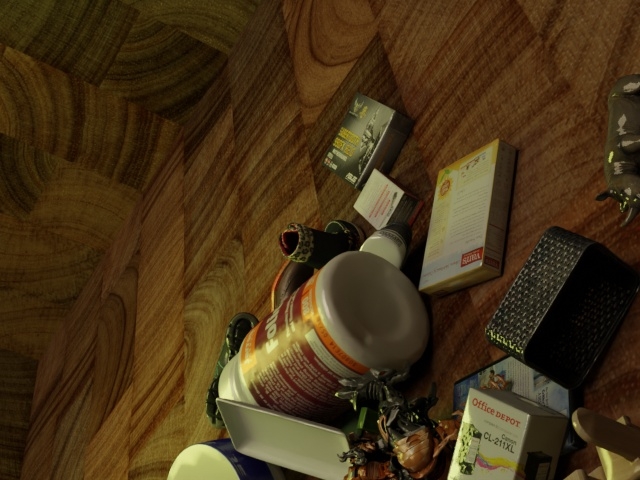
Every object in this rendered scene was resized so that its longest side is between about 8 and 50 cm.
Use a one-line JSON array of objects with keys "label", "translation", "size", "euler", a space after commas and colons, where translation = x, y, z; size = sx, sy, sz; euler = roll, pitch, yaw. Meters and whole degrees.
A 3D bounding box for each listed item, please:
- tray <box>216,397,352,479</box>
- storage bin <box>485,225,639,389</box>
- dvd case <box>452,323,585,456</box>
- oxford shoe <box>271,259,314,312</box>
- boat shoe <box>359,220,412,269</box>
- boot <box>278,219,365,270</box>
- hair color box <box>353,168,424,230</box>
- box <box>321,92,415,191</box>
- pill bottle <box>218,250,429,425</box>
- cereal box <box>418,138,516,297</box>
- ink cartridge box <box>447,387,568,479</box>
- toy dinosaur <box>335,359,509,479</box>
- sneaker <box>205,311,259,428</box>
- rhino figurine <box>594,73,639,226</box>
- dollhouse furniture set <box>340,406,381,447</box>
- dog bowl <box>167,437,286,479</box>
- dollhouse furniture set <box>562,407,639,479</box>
[{"label": "tray", "translation": [-0.051, 0.343, 1.726], "size": [0.270, 0.145, 0.030], "euler": [10, 43, 31]}, {"label": "storage bin", "translation": [0.316, 0.087, 1.301], "size": [0.180, 0.122, 0.084], "euler": [-59, 32, -1]}, {"label": "dvd case", "translation": [0.273, 0.242, 1.410], "size": [0.253, 0.022, 0.180], "euler": [-39, 35, 47]}, {"label": "oxford shoe", "translation": [-0.050, 0.153, 2.107], "size": [0.098, 0.097, 0.271], "euler": [7, 78, 45]}, {"label": "boat shoe", "translation": [0.084, 0.082, 1.864], "size": [0.102, 0.108, 0.301], "euler": [-45, -15, -52]}, {"label": "boot", "translation": [0.001, -0.001, 1.999], "size": [0.085, 0.179, 0.236], "euler": [-58, 26, 18]}, {"label": "hair color box", "translation": [0.131, -0.070, 1.949], "size": [0.093, 0.053, 0.167], "euler": [-61, 23, 10]}, {"label": "box", "translation": [0.098, -0.209, 2.140], "size": [0.183, 0.056, 0.231], "euler": [-63, 24, 9]}, {"label": "pill bottle", "translation": [-0.008, 0.204, 1.776], "size": [0.392, 0.224, 0.224], "euler": [-43, 33, 42]}, {"label": "cereal box", "translation": [0.248, -0.034, 1.679], "size": [0.173, 0.047, 0.240], "euler": [-27, 46, 56]}, {"label": "ink cartridge box", "translation": [0.240, 0.295, 1.315], "size": [0.127, 0.072, 0.175], "euler": [17, 95, 60]}, {"label": "toy dinosaur", "translation": [0.134, 0.304, 1.459], "size": [0.322, 0.164, 0.218], "euler": [-21, 37, -2]}, {"label": "sneaker", "translation": [-0.192, 0.300, 2.270], "size": [0.106, 0.101, 0.267], "euler": [117, 169, -76]}, {"label": "rhino figurine", "translation": [0.430, -0.128, 1.355], "size": [0.106, 0.073, 0.243], "euler": [-15, 56, 56]}, {"label": "dollhouse furniture set", "translation": [0.059, 0.322, 1.736], "size": [0.152, 0.059, 0.076], "euler": [-17, 53, 60]}, {"label": "dog bowl", "translation": [-0.178, 0.507, 1.877], "size": [0.265, 0.104, 0.264], "euler": [-3, 86, 46]}, {"label": "dollhouse furniture set", "translation": [0.247, 0.405, 1.129], "size": [0.355, 0.174, 0.303], "euler": [-50, 28, 33]}]
